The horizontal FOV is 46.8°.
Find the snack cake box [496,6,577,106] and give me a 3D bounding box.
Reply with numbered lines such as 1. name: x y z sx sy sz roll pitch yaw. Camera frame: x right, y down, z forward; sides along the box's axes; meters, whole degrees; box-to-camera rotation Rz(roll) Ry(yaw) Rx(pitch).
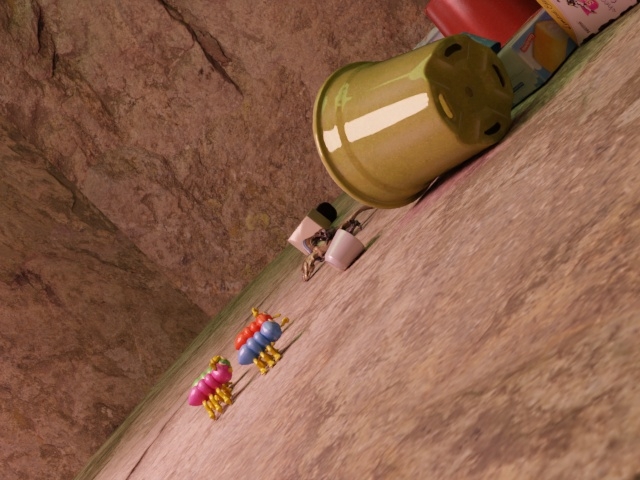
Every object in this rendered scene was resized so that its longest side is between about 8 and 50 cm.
1. snack cake box: 0.399 -0.356 1.354 0.264 0.089 0.152 -47 2 -26

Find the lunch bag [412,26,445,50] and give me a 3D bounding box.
1. lunch bag: 0.398 -0.514 2.031 0.262 0.223 0.160 -42 10 19

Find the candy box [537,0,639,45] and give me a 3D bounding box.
1. candy box: 0.446 -0.436 1.168 0.071 0.159 0.233 -45 3 -23

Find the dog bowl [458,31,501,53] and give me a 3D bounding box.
1. dog bowl: 0.256 -0.283 1.477 0.166 0.074 0.297 -42 -20 -40

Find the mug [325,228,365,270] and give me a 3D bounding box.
1. mug: 0.045 0.027 1.386 0.062 0.078 0.064 20 70 50

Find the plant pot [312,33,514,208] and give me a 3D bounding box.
1. plant pot: 0.169 -0.211 1.227 0.276 0.276 0.254 -47 15 -30

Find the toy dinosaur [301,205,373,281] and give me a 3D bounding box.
1. toy dinosaur: 0.042 -0.014 1.749 0.268 0.064 0.118 -42 -3 -8

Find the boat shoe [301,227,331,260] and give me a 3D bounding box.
1. boat shoe: 0.000 0.000 1.969 0.066 0.066 0.183 -43 4 15

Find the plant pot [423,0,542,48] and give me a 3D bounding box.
1. plant pot: 0.404 -0.522 1.736 0.272 0.265 0.272 -45 4 4

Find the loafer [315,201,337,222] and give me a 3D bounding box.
1. loafer: -0.016 -0.063 2.692 0.078 0.080 0.220 -41 6 45

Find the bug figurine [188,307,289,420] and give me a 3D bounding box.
1. bug figurine: -0.143 0.204 1.280 0.216 0.072 0.279 -46 4 -7

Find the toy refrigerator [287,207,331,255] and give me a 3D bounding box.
1. toy refrigerator: -0.030 -0.029 2.435 0.102 0.094 0.269 -51 2 8
